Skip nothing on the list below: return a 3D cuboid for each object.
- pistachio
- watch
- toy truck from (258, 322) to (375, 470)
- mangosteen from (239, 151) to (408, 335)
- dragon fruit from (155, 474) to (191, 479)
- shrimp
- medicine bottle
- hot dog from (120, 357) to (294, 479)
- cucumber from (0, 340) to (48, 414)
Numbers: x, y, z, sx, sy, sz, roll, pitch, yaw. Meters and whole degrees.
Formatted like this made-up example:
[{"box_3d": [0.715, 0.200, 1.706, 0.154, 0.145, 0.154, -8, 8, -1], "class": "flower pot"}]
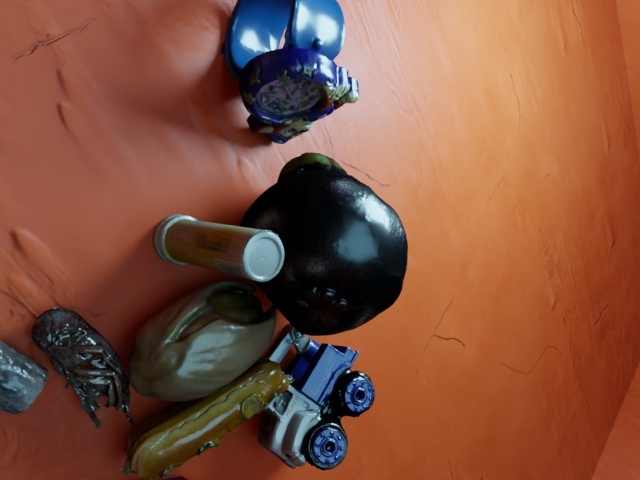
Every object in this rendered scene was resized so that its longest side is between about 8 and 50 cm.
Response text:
[{"box_3d": [-0.160, 0.141, 0.733, 0.137, 0.153, 0.238, 48, 51, 12], "class": "pistachio"}, {"box_3d": [-0.055, -0.277, 0.760, 0.171, 0.196, 0.200, 10, 66, -52], "class": "watch"}, {"box_3d": [-0.029, 0.261, 0.868, 0.177, 0.161, 0.213, 40, 67, -16], "class": "toy truck"}, {"box_3d": [-0.002, 0.004, 0.805, 0.233, 0.287, 0.287, -43, 126, 3], "class": "mangosteen"}, {"box_3d": [-0.202, 0.419, 0.696, 0.262, 0.163, 0.189, -1, 55, -56], "class": "dragon fruit"}, {"box_3d": [-0.290, 0.166, 0.651, 0.073, 0.075, 0.190, -39, 119, -26], "class": "shrimp"}, {"box_3d": [-0.138, 0.009, 0.676, 0.074, 0.218, 0.073, -7, 101, -42], "class": "medicine bottle"}, {"box_3d": [-0.158, 0.251, 0.741, 0.270, 0.109, 0.072, -25, 98, -25], "class": "hot dog"}, {"box_3d": [-0.373, 0.148, 0.587, 0.064, 0.064, 0.112, -54, 124, -24], "class": "cucumber"}]
